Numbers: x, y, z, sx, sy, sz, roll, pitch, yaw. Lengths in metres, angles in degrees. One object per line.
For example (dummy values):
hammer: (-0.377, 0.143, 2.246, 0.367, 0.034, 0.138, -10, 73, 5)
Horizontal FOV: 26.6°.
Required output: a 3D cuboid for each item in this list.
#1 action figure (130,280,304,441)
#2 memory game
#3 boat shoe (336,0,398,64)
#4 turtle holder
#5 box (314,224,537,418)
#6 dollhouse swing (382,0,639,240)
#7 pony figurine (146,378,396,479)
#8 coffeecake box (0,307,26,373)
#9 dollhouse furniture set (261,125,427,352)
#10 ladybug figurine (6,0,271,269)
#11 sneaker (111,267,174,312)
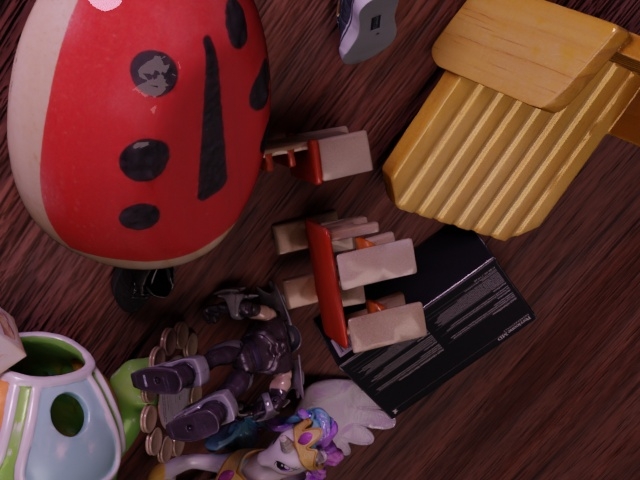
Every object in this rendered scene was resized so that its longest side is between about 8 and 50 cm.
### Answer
action figure: (-0.109, 0.157, 1.746, 0.099, 0.185, 0.285, -21, -177, 34)
memory game: (-0.194, 0.199, 1.767, 0.012, 0.186, 0.186, 5, 142, 18)
boat shoe: (0.045, -0.268, 1.510, 0.065, 0.083, 0.183, -20, 165, -12)
turtle holder: (-0.332, 0.240, 1.661, 0.320, 0.243, 0.227, 6, 111, -24)
box: (0.151, 0.113, 1.923, 0.261, 0.103, 0.184, -35, 136, 5)
dollhouse swing: (0.307, -0.110, 1.666, 0.347, 0.315, 0.305, 16, 102, -41)
pony figurine: (-0.056, 0.352, 1.932, 0.363, 0.302, 0.351, -28, 150, 29)
coffeecake box: (-0.441, 0.104, 1.495, 0.142, 0.068, 0.185, -34, 140, 4)
dollhouse furniture set: (0.000, 0.000, 1.628, 0.135, 0.262, 0.259, -14, 103, -16)
ladybug figurine: (-0.166, -0.129, 1.387, 0.305, 0.162, 0.449, -38, 150, -26)
sneaker: (-0.212, 0.046, 1.646, 0.051, 0.089, 0.170, -5, 133, -27)
